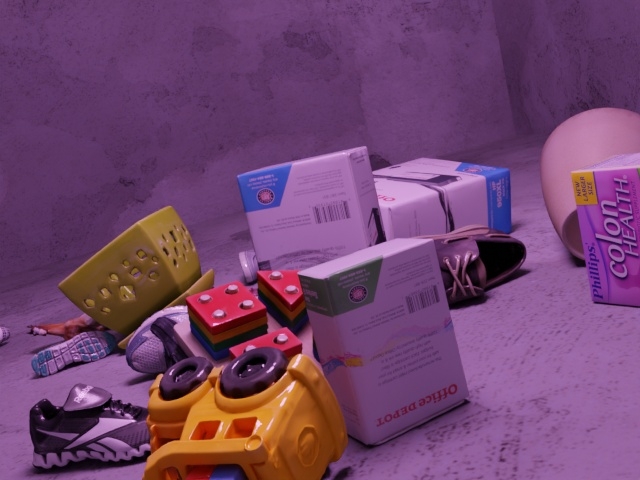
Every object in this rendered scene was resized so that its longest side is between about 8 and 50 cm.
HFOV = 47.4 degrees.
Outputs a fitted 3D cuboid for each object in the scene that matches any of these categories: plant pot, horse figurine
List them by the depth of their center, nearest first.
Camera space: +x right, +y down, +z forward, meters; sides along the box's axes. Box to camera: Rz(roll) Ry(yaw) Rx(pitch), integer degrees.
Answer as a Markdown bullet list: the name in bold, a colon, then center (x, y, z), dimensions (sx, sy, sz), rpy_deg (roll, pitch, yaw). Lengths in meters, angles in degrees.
- **plant pot**: center (0.538, -0.085, 1.396), dimensions (0.257, 0.256, 0.274), rpy_deg (-8, 27, 28)
- **plant pot**: center (-0.363, 0.084, 1.526), dimensions (0.228, 0.207, 0.227), rpy_deg (-37, 5, 12)
- **horse figurine**: center (-0.511, 0.186, 1.676), dimensions (0.175, 0.066, 0.263), rpy_deg (4, 22, 41)

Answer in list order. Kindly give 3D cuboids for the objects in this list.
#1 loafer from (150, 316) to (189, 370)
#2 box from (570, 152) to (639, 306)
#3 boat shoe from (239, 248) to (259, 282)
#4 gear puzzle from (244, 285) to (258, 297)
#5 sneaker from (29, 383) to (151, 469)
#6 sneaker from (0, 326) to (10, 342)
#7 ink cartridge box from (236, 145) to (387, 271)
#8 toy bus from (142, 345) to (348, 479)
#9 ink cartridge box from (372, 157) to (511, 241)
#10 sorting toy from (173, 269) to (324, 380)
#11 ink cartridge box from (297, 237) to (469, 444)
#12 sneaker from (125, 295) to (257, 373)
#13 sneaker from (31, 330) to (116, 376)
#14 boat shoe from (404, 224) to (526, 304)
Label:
- **loafer**: center (-0.216, 0.188, 1.151), dimensions (0.078, 0.076, 0.223), rpy_deg (-50, 42, -12)
- **box**: center (0.514, -0.018, 1.058), dimensions (0.117, 0.213, 0.243), rpy_deg (-19, 12, -32)
- **boat shoe**: center (-0.160, 0.053, 1.900), dimensions (0.081, 0.079, 0.227), rpy_deg (-17, 7, 4)
- **gear puzzle**: center (-0.038, 0.097, 1.571), dimensions (0.339, 0.044, 0.175), rpy_deg (-12, 12, -14)
- **sneaker**: center (-0.297, 0.243, 0.989), dimensions (0.234, 0.106, 0.078), rpy_deg (-11, 12, 12)
- **sneaker**: center (-0.883, 0.244, 1.829), dimensions (0.235, 0.090, 0.095), rpy_deg (-2, 2, 33)
- **ink cartridge box**: center (0.000, 0.000, 1.355), dimensions (0.223, 0.307, 0.129), rpy_deg (-9, 9, 22)
- **toy bus**: center (-0.108, 0.235, 0.766), dimensions (0.220, 0.149, 0.211), rpy_deg (-10, 26, 27)
- **ink cartridge box**: center (0.208, -0.068, 1.695), dimensions (0.395, 0.166, 0.285), rpy_deg (-19, 22, -36)
- **sorting toy**: center (-0.051, 0.130, 1.068), dimensions (0.256, 0.089, 0.257), rpy_deg (-18, 33, -28)
- **ink cartridge box**: center (0.078, 0.118, 0.894), dimensions (0.154, 0.212, 0.093), rpy_deg (-19, 8, -24)
- **sneaker**: center (-0.201, 0.170, 1.266), dimensions (0.283, 0.110, 0.122), rpy_deg (-16, 17, -7)
- **sneaker**: center (-0.505, 0.222, 1.492), dimensions (0.167, 0.064, 0.076), rpy_deg (-15, 6, -16)
- **boat shoe**: center (0.237, 0.045, 1.307), dimensions (0.355, 0.132, 0.130), rpy_deg (-23, 14, -37)
